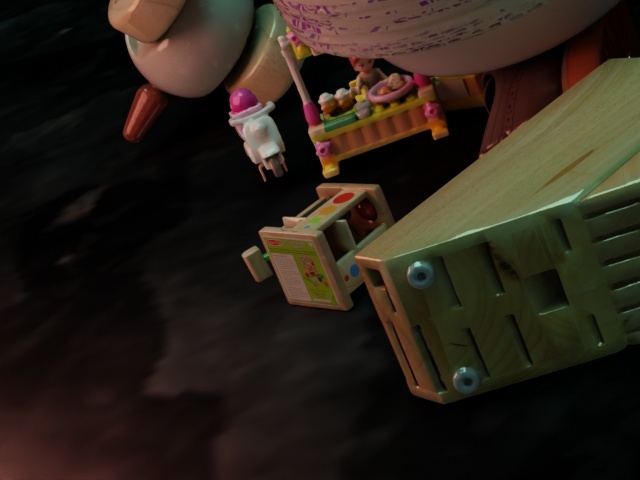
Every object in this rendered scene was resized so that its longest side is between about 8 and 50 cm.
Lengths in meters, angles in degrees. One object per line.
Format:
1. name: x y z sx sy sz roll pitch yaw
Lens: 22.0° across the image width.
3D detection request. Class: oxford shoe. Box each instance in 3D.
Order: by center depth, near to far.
1. oxford shoe: 0.150 -0.123 1.070 0.098 0.097 0.271 -19 24 21

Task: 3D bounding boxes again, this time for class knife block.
1. knife block: 0.165 -0.041 0.884 0.275 0.088 0.242 -18 23 12

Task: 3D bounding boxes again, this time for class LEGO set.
1. LEGO set: 0.066 -0.145 1.176 0.287 0.107 0.132 -28 23 -12

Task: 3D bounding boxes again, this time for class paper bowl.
1. paper bowl: 0.096 -0.212 1.014 0.284 0.148 0.284 -23 32 16

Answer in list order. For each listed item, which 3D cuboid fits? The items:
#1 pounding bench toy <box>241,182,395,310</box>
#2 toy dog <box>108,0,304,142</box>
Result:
1. pounding bench toy: 0.000 0.000 0.992 0.083 0.052 0.065 4 35 47
2. toy dog: -0.127 -0.192 1.402 0.161 0.220 0.334 -51 8 17
